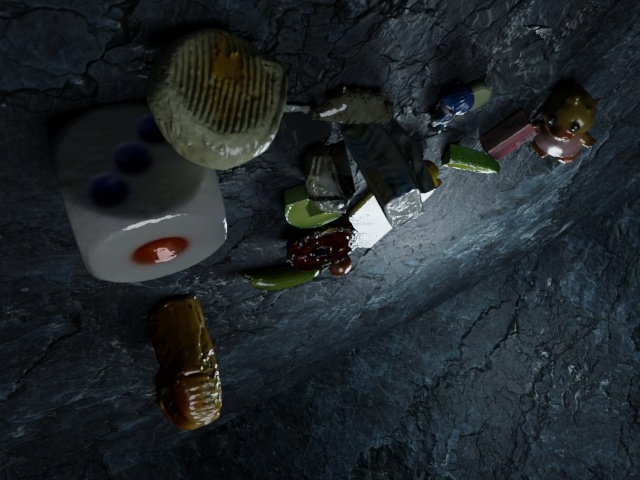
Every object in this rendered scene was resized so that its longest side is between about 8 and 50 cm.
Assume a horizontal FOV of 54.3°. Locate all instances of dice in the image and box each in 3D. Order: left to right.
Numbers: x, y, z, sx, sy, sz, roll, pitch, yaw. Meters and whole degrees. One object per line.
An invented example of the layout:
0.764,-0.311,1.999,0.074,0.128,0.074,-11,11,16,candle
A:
-0.331,-0.084,1.140,0.259,0.251,0.243,-17,158,-21,dice

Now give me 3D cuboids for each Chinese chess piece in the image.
0.386,-0.365,1.571,0.084,0.034,0.084,-20,156,-9,Chinese chess piece

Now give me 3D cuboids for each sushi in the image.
0.012,-0.144,1.576,0.109,0.134,0.273,-10,170,-5,sushi

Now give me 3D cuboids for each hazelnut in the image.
0.063,0.080,2.154,0.086,0.086,0.086,-22,157,-10,hazelnut

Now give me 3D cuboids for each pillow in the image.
0.086,-0.298,1.376,0.241,0.051,0.093,-7,139,-39,pillow

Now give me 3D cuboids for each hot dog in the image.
-0.430,0.407,1.958,0.196,0.365,0.367,-14,154,-23,hot dog

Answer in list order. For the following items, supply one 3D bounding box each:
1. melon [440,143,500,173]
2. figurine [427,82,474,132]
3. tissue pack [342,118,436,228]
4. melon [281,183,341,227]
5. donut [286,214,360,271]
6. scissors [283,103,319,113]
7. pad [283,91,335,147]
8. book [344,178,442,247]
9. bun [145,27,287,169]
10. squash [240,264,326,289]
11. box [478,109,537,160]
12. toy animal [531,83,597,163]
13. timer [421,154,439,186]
0.458,-0.224,1.872,0.262,0.053,0.114,10,159,-34,melon
0.318,-0.323,1.540,0.086,0.087,0.149,-57,177,-33,figurine
0.174,-0.175,1.501,0.145,0.229,0.159,-28,156,5,tissue pack
-0.036,-0.092,1.685,0.118,0.064,0.209,-31,155,14,melon
0.000,0.000,1.862,0.235,0.089,0.235,-15,152,-8,donut
-0.087,-0.270,1.286,0.212,0.021,0.110,-6,152,-34,scissors
-0.022,-0.266,1.391,0.112,0.003,0.157,-25,158,-3,pad
0.181,-0.084,1.978,0.263,0.028,0.374,1,146,-44,book
-0.168,-0.223,1.042,0.244,0.243,0.153,-16,166,-23,bun
-0.120,0.117,2.042,0.319,0.071,0.080,-7,112,-33,squash
0.554,-0.307,1.841,0.156,0.060,0.111,-35,158,20,box
0.718,-0.344,1.817,0.169,0.195,0.281,-66,161,-6,toy animal
0.296,-0.176,1.787,0.109,0.107,0.107,40,122,-17,timer
